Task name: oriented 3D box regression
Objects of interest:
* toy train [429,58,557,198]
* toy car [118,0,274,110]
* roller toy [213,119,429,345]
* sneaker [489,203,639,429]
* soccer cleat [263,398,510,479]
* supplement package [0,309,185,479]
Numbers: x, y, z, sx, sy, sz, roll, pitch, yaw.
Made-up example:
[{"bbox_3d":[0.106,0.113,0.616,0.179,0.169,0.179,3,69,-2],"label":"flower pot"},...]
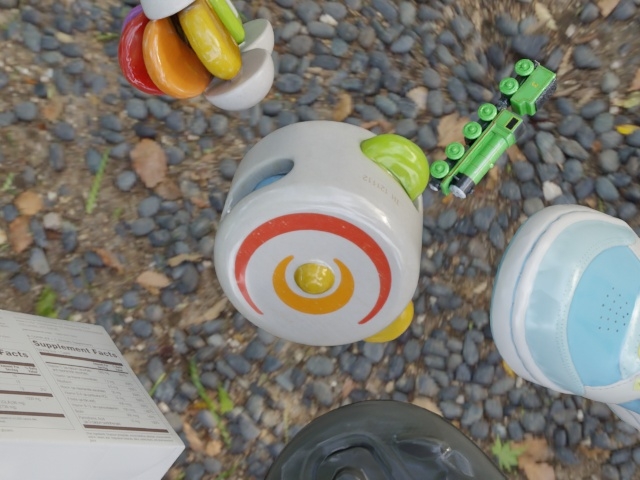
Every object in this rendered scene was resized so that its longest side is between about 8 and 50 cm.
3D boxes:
[{"bbox_3d":[0.085,-0.053,0.512,0.024,0.017,0.083,36,81,25],"label":"toy train"},{"bbox_3d":[-0.133,-0.203,1.029,0.136,0.182,0.159,-27,122,15],"label":"toy car"},{"bbox_3d":[0.000,0.000,0.995,0.191,0.146,0.209,6,128,3],"label":"roller toy"},{"bbox_3d":[0.260,0.075,0.669,0.208,0.319,0.127,17,84,43],"label":"sneaker"},{"bbox_3d":[0.076,0.196,0.326,0.109,0.116,0.318,-30,82,12],"label":"soccer cleat"},{"bbox_3d":[-0.273,0.191,0.772,0.262,0.204,0.145,-53,55,14],"label":"supplement package"}]
